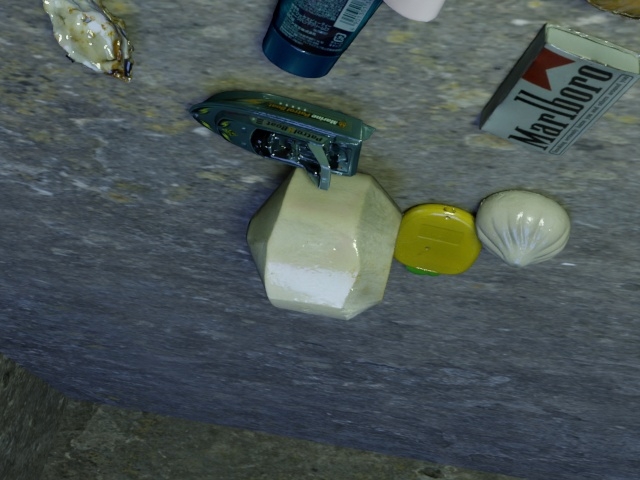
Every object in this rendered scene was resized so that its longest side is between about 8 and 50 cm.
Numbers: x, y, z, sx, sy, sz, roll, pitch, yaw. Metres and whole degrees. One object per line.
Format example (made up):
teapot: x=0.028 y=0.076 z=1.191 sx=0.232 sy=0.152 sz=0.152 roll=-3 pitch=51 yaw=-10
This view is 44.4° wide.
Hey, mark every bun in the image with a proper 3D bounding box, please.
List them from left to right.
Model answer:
bun: x=0.291 y=-0.004 z=1.143 sx=0.138 sy=0.094 sz=0.138 roll=13 pitch=151 yaw=7

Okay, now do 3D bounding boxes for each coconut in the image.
coconut: x=0.000 y=-0.003 z=1.158 sx=0.241 sy=0.241 sz=0.241 roll=11 pitch=153 yaw=6

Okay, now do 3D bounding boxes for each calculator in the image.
calculator: x=0.187 y=0.007 z=1.280 sx=0.146 sy=0.032 sz=0.235 roll=13 pitch=152 yaw=4

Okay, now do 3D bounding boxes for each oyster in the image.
oyster: x=-0.277 y=-0.257 z=0.969 sx=0.103 sy=0.051 sz=0.148 roll=7 pitch=137 yaw=20

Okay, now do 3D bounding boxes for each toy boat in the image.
toy boat: x=-0.057 y=-0.141 z=1.038 sx=0.246 sy=0.103 sz=0.093 roll=16 pitch=154 yaw=3

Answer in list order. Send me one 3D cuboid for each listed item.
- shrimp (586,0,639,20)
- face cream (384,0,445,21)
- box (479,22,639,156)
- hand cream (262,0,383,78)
shrimp: x=0.263 y=-0.280 z=0.666 sx=0.253 sy=0.058 sz=0.173 roll=32 pitch=142 yaw=-31
face cream: x=0.098 y=-0.306 z=0.622 sx=0.107 sy=0.073 sz=0.269 roll=51 pitch=149 yaw=18
box: x=0.270 y=-0.165 z=0.901 sx=0.115 sy=0.035 sz=0.177 roll=17 pitch=154 yaw=-5
hand cream: x=0.022 y=-0.270 z=0.802 sx=0.120 sy=0.061 sz=0.270 roll=20 pitch=148 yaw=-14
